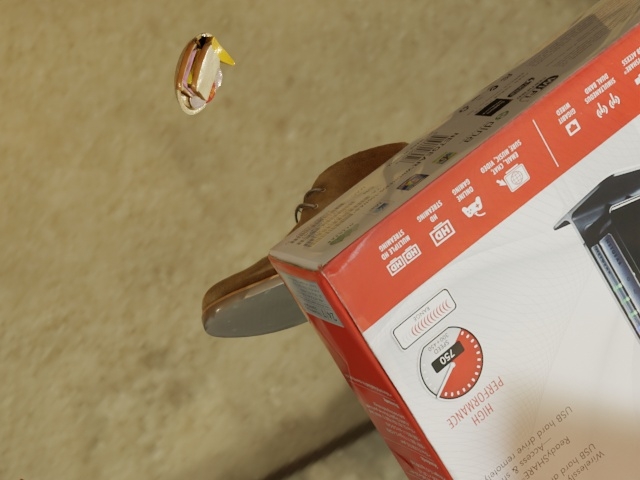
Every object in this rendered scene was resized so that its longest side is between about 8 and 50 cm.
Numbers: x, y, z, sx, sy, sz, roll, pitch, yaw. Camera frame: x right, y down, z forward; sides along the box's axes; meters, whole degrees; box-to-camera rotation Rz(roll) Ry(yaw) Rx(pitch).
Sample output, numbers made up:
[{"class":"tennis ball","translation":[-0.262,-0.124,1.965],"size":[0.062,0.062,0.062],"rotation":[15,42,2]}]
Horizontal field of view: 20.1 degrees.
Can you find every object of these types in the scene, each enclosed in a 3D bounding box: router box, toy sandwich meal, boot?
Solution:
[{"class":"router box","translation":[0.185,0.034,1.060],"size":[0.335,0.082,0.301],"rotation":[-38,109,-16]},{"class":"toy sandwich meal","translation":[-0.107,-0.153,1.666],"size":[0.029,0.085,0.085],"rotation":[15,41,23]},{"class":"boot","translation":[0.000,0.000,1.771],"size":[0.305,0.112,0.115],"rotation":[-25,72,-26]}]

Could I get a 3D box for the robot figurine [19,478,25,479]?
[{"class":"robot figurine","translation":[-0.234,0.310,1.521],"size":[0.085,0.291,0.211],"rotation":[31,85,-26]}]
